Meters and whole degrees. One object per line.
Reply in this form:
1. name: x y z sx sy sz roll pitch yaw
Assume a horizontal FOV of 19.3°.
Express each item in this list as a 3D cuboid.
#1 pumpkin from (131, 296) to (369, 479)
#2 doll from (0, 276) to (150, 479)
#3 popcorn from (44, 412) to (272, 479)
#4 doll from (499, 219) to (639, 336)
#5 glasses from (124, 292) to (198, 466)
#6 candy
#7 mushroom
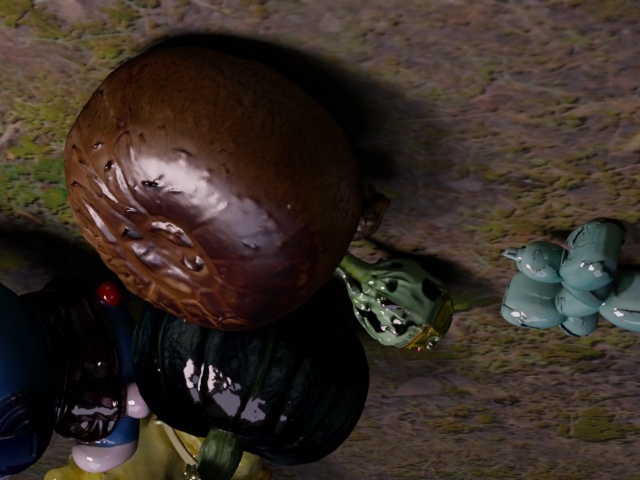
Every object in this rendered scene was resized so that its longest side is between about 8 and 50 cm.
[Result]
1. pumpkin: -0.084 0.155 1.898 0.248 0.248 0.248 16 157 7
2. doll: -0.348 0.141 1.962 0.284 0.310 0.240 42 134 46
3. popcorn: -0.207 0.299 2.306 0.293 0.293 0.237 39 -179 -37
4. doll: 0.225 0.043 1.642 0.158 0.059 0.159 -2 150 37
5. glasses: -0.128 0.165 2.083 0.102 0.207 0.239 -32 138 15
6. candy: 0.000 0.000 1.726 0.305 0.083 0.091 38 154 -19
7. mushroom: -0.083 -0.034 1.577 0.278 0.163 0.297 21 148 -6
